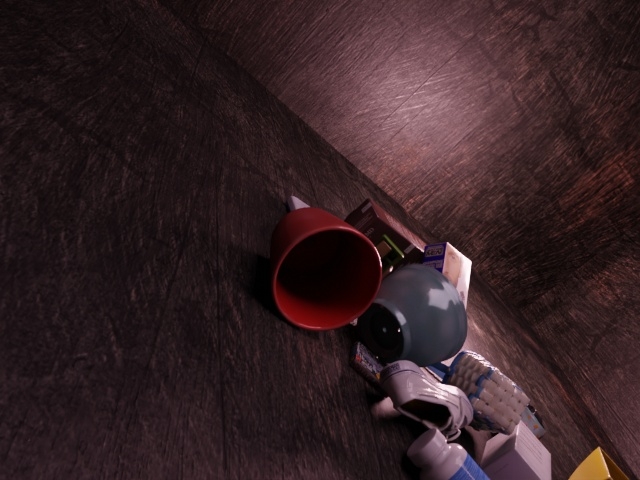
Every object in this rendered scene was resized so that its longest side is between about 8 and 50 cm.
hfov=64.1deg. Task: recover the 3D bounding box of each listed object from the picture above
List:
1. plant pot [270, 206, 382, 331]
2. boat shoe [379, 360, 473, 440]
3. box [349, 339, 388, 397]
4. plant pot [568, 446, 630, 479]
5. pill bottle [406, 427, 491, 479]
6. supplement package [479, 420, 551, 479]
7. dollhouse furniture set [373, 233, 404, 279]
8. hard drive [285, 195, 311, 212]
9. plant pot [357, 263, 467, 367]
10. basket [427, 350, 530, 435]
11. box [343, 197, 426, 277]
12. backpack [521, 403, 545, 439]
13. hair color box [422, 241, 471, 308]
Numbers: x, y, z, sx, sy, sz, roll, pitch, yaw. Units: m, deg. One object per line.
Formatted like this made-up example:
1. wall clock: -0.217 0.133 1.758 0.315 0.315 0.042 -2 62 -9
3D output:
1. plant pot: -0.010 0.047 1.281 0.275 0.275 0.243 37 11 -26
2. boat shoe: 0.290 0.434 1.270 0.367 0.136 0.156 42 21 -37
3. box: 0.134 0.333 1.329 0.137 0.027 0.094 44 20 -9
4. plant pot: 0.964 0.883 1.739 0.212 0.187 0.212 49 18 8
5. pill bottle: 0.298 0.531 1.125 0.221 0.124 0.124 50 19 8
6. supplement package: 0.552 0.632 1.443 0.134 0.139 0.244 50 19 15
7. dollhouse furniture set: 0.097 0.003 1.605 0.301 0.151 0.197 48 19 3
8. hard drive: 0.000 0.000 1.706 0.210 0.040 0.319 32 24 -36
9. plant pot: 0.227 0.228 1.421 0.196 0.293 0.293 -15 59 -38
10. basket: 0.453 0.450 1.557 0.255 0.201 0.289 38 -8 -17
11. box: 0.256 0.023 1.979 0.381 0.191 0.143 34 22 -32
12. backpack: 0.662 0.604 1.713 0.166 0.144 0.188 56 -2 21
13. hair color box: 0.457 0.199 1.906 0.185 0.110 0.339 32 59 -36
